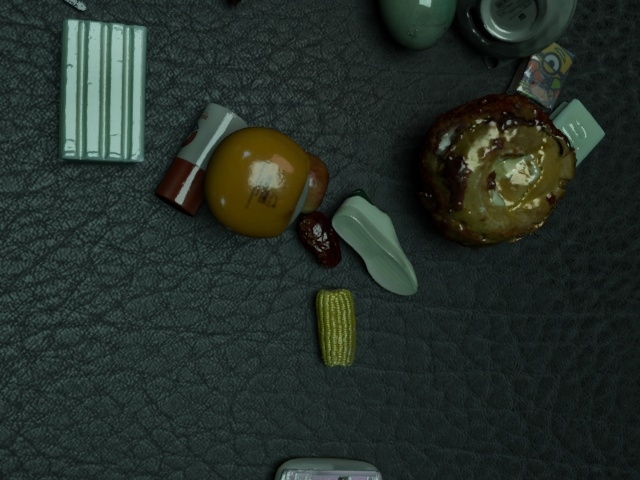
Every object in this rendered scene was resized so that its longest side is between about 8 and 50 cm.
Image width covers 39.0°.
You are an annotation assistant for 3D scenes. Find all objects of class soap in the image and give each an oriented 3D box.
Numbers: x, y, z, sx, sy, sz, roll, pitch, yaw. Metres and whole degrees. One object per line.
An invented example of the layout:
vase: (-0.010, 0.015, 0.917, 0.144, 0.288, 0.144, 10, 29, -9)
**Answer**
soap: (0.546, -0.217, 2.082, 0.198, 0.066, 0.119, -46, 101, -13)
soap: (-0.421, -0.282, 1.746, 0.159, 0.087, 0.265, 1, 89, -18)

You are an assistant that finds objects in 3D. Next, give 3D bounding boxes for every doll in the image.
doll: (-0.130, -0.117, 1.746, 0.213, 0.236, 0.213, -3, 103, -15)

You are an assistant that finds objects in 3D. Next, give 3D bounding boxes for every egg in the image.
egg: (0.204, -0.521, 1.913, 0.169, 0.169, 0.236, -8, 92, -18)

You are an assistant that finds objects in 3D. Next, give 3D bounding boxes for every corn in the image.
corn: (0.033, 0.185, 1.910, 0.085, 0.063, 0.165, -3, 93, -28)

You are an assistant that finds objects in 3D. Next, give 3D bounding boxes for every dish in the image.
dish: (0.410, -0.506, 1.937, 0.303, 0.120, 0.303, 4, 117, 8)

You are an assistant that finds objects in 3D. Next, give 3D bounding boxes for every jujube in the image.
jujube: (0.000, 0.000, 1.896, 0.077, 0.077, 0.129, -31, 104, -16)

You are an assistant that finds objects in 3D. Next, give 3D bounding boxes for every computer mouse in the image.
computer mouse: (0.014, 0.525, 1.906, 0.245, 0.056, 0.126, 5, 88, -18)

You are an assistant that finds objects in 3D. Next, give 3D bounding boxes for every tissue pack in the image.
tissue pack: (0.505, -0.379, 2.071, 0.108, 0.060, 0.148, 26, 83, -16)

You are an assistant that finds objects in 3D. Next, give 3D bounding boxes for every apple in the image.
apple: (-0.040, -0.119, 1.856, 0.102, 0.126, 0.126, 12, 86, -17)

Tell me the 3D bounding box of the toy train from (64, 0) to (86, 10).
toy train: (-0.494, -0.472, 1.759, 0.083, 0.017, 0.017, 31, 83, -15)

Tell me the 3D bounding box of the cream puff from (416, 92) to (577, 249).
cream puff: (0.355, -0.157, 1.931, 0.350, 0.228, 0.350, -8, 114, -17)

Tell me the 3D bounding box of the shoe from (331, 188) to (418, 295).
shoe: (0.133, 0.001, 1.930, 0.265, 0.095, 0.110, 48, 46, -28)

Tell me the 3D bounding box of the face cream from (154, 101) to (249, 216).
face cream: (-0.237, -0.160, 1.803, 0.096, 0.096, 0.214, 32, 80, -16)

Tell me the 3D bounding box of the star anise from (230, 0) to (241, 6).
star anise: (-0.161, -0.591, 1.818, 0.190, 0.126, 0.220, 19, 87, -14)
